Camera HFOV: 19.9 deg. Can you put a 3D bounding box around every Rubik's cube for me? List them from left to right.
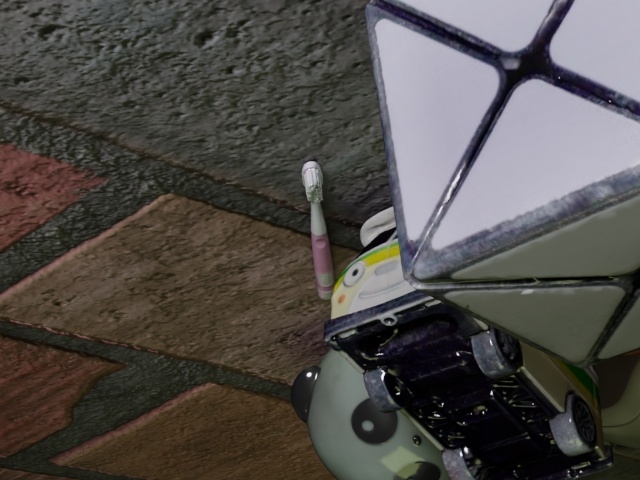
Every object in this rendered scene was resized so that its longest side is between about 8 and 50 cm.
[{"bbox_3d":[0.208,-0.083,1.316,0.255,0.259,0.260,-24,147,29],"label":"Rubik's cube"}]

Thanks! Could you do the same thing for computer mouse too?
[{"bbox_3d":[0.395,0.181,2.093,0.184,0.121,0.297,4,152,-27],"label":"computer mouse"}]

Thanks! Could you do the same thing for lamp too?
[{"bbox_3d":[0.103,0.168,1.919,0.244,0.198,0.198,-32,150,11],"label":"lamp"}]

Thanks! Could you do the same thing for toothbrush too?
[{"bbox_3d":[0.000,0.000,1.702,0.020,0.025,0.286,-7,156,0],"label":"toothbrush"}]

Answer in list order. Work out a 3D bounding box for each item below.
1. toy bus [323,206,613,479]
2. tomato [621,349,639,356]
[{"bbox_3d":[0.142,0.093,1.698,0.143,0.179,0.305,-21,134,28],"label":"toy bus"},{"bbox_3d":[0.295,0.068,1.867,0.225,0.085,0.225,-7,158,-3],"label":"tomato"}]
